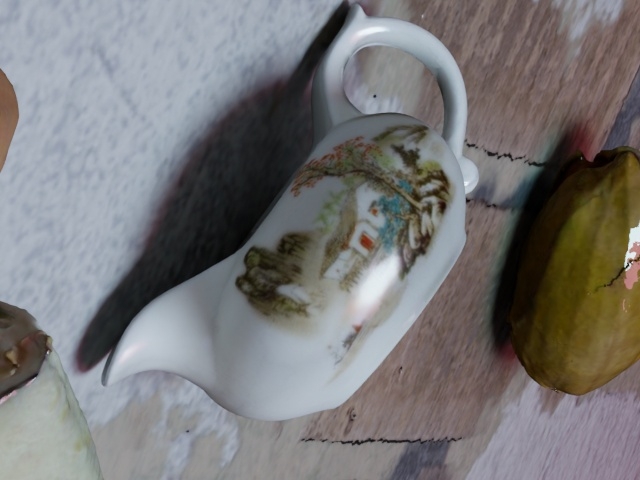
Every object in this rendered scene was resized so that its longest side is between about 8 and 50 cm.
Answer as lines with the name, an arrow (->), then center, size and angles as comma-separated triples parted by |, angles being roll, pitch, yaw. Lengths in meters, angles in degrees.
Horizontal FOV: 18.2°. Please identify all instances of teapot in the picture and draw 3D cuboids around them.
teapot -> 0.000, 0.000, 1.189 | 0.298, 0.139, 0.204 | -54, 180, -25

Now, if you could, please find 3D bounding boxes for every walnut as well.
walnut -> 0.226, 0.028, 1.643 | 0.137, 0.137, 0.245 | -32, 149, -48

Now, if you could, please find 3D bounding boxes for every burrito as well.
burrito -> -0.178, 0.151, 1.026 | 0.143, 0.105, 0.299 | -37, 147, -25

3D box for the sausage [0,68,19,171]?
sausage -> -0.212, -0.067, 0.771 | 0.086, 0.086, 0.289 | -64, 153, 1
